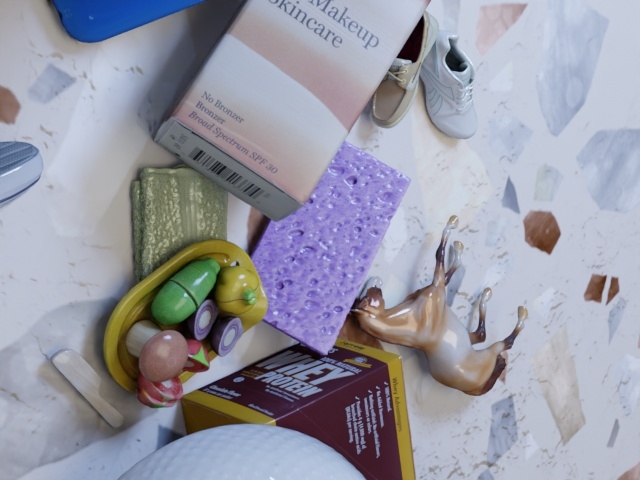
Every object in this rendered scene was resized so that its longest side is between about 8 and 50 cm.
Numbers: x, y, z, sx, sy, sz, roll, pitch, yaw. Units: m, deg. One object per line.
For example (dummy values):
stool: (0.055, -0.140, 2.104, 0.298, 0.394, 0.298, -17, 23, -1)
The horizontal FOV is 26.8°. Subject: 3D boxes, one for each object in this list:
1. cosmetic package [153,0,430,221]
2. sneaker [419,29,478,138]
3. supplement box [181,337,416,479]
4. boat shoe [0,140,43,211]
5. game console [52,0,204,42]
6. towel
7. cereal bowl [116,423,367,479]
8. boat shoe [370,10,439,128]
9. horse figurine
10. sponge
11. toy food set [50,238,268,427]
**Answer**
cosmetic package: (-0.013, -0.184, 1.275, 0.153, 0.129, 0.296, 32, 76, -9)
sneaker: (0.148, -0.174, 1.516, 0.054, 0.061, 0.152, -49, 128, -27)
supplement box: (-0.017, 0.225, 1.391, 0.194, 0.129, 0.191, -21, 112, -38)
boat shoe: (-0.330, -0.011, 1.106, 0.226, 0.083, 0.076, -25, 126, -25)
game console: (-0.166, -0.366, 1.215, 0.250, 0.173, 0.293, -22, 115, -4)
towel: (-0.134, -0.001, 1.311, 0.110, 0.027, 0.148, -7, 103, -41)
cereal bowl: (-0.061, 0.345, 1.220, 0.339, 0.141, 0.339, -6, 105, -24)
boat shoe: (0.085, -0.188, 1.451, 0.135, 0.050, 0.045, -70, 158, -5)
horse figurine: (0.154, 0.100, 1.570, 0.263, 0.066, 0.174, 51, 58, -33)
sponge: (0.000, 0.000, 1.395, 0.117, 0.031, 0.210, 28, 78, -9)
toy food set: (-0.130, 0.096, 1.275, 0.218, 0.071, 0.128, -40, 130, -19)
